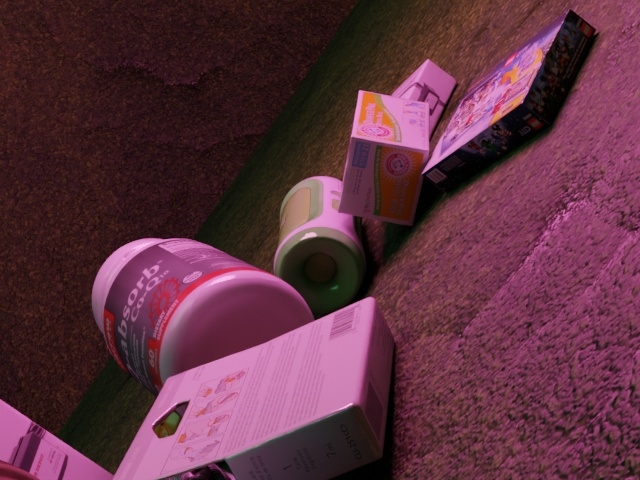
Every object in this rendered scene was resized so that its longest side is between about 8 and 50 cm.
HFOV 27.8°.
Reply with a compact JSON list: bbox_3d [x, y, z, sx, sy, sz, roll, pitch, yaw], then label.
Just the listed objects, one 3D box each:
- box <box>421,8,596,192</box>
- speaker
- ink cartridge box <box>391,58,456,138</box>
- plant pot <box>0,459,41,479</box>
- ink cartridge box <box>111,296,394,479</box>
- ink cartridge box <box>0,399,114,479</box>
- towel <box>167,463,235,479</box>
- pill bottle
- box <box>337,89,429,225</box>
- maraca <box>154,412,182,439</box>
[{"bbox_3d":[0.226,-0.166,1.573,0.159,0.044,0.233,-60,12,-29],"label":"box"},{"bbox_3d":[0.000,0.000,1.804,0.131,0.131,0.296,-51,11,14],"label":"speaker"},{"bbox_3d":[0.137,-0.190,1.983,0.109,0.063,0.150,-41,17,50],"label":"ink cartridge box"},{"bbox_3d":[-0.322,0.360,1.300,0.229,0.263,0.263,-1,50,50],"label":"plant pot"},{"bbox_3d":[-0.059,0.176,1.315,0.261,0.066,0.296,-23,13,12],"label":"ink cartridge box"},{"bbox_3d":[-0.446,0.376,1.789,0.285,0.395,0.166,-41,16,50],"label":"ink cartridge box"},{"bbox_3d":[-0.166,0.350,1.417,0.235,0.121,0.284,-56,11,-10],"label":"towel"},{"bbox_3d":[-0.169,0.112,1.711,0.210,0.210,0.363,-55,27,-8],"label":"pill bottle"},{"bbox_3d":[0.088,-0.115,1.746,0.203,0.103,0.114,-79,-1,-65],"label":"box"},{"bbox_3d":[-0.157,0.250,1.778,0.186,0.099,0.127,-19,29,24],"label":"maraca"}]
